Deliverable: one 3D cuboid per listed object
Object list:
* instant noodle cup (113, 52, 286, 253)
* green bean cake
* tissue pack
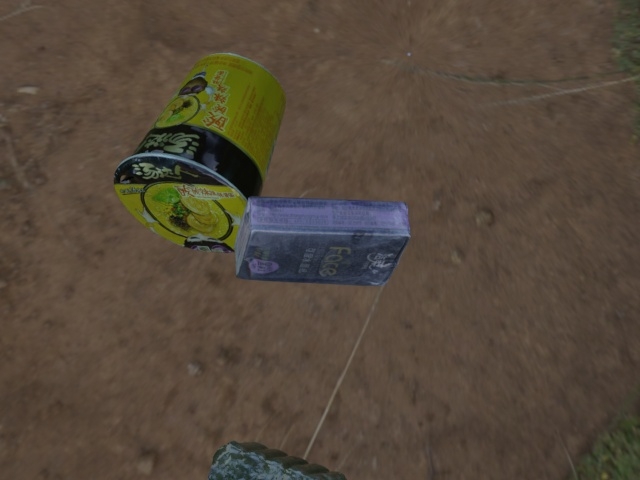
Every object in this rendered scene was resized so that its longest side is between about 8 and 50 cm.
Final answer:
[{"bbox_3d":[-0.151,-0.132,1.846,0.215,0.215,0.236,22,58,0],"label":"instant noodle cup"},{"bbox_3d":[-0.064,0.363,1.671,0.185,0.094,0.183,15,93,26],"label":"green bean cake"},{"bbox_3d":[0.000,0.000,1.259,0.156,0.112,0.051,1,63,-11],"label":"tissue pack"}]
